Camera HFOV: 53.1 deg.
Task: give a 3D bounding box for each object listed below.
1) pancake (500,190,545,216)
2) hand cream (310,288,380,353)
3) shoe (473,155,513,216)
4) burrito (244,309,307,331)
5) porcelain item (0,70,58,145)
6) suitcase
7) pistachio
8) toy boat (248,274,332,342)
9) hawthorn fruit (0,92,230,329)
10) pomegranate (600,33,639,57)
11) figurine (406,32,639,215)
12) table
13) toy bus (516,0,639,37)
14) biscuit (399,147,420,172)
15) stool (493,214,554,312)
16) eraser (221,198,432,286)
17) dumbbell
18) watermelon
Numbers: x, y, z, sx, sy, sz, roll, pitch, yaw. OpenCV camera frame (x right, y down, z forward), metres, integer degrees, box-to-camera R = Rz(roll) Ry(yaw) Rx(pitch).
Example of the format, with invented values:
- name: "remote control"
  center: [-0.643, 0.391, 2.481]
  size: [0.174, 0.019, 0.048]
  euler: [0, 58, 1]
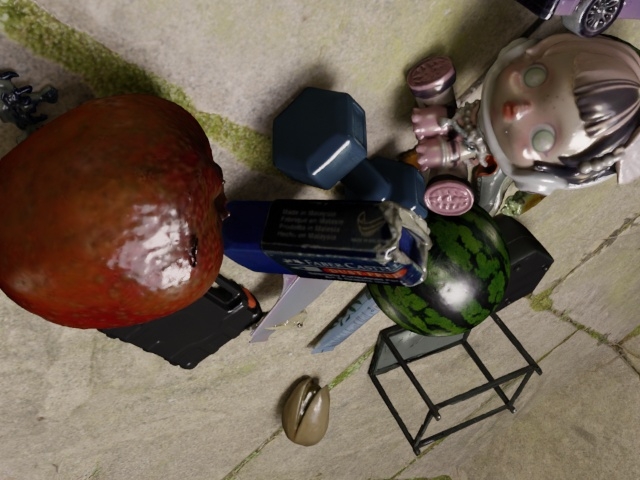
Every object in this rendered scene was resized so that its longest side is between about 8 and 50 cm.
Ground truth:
- name: "pancake"
  center: [0.521, -0.183, 1.339]
  size: [0.376, 0.054, 0.197]
  euler: [-48, 156, 1]
- name: "hand cream"
  center: [0.082, 0.179, 1.493]
  size: [0.271, 0.058, 0.091]
  euler: [-48, 154, 26]
- name: "shoe"
  center: [0.347, -0.119, 1.335]
  size: [0.077, 0.074, 0.194]
  euler: [11, 130, -20]
- name: "burrito"
  center: [-0.110, 0.170, 1.349]
  size: [0.186, 0.041, 0.045]
  euler: [0, 175, -38]
- name: "porcelain item"
  center: [-0.354, -0.167, 0.778]
  size: [0.075, 0.021, 0.136]
  euler: [-28, 145, -14]
- name: "suitcase"
  center: [-0.251, 0.129, 1.167]
  size: [0.206, 0.066, 0.285]
  euler: [-36, 145, 5]
- name: "pistachio"
  center: [-0.035, 0.449, 1.671]
  size: [0.136, 0.136, 0.225]
  euler: [-9, 131, -29]
- name: "toy boat"
  center: [-0.009, 0.078, 1.250]
  size: [0.219, 0.072, 0.318]
  euler: [-5, 127, -46]
- name: "hawthorn fruit"
  center: [-0.290, -0.024, 0.807]
  size: [0.369, 0.284, 0.284]
  euler: [-15, 145, 8]
- name: "pomegranate"
  center: [0.468, -0.236, 1.156]
  size: [0.222, 0.204, 0.276]
  euler: [31, 110, -31]
- name: "figurine"
  center: [0.320, -0.197, 1.002]
  size: [0.362, 0.253, 0.211]
  euler: [-9, -167, 34]
- name: "table"
  center: [0.349, 0.353, 1.709]
  size: [0.335, 0.272, 0.222]
  euler: [-16, 142, -22]
- name: "toy bus"
  center: [0.452, -0.444, 0.904]
  size: [0.440, 0.209, 0.249]
  euler: [-8, 136, -28]
- name: "biscuit"
  center: [0.176, -0.140, 1.215]
  size: [0.082, 0.016, 0.092]
  euler: [-17, 143, -28]
- name: "stool"
  center: [0.430, 0.061, 1.537]
  size: [0.232, 0.141, 0.232]
  euler: [-21, 143, -17]
- name: "eraser"
  center: [0.000, 0.000, 1.011]
  size: [0.332, 0.101, 0.155]
  euler: [2, 161, 29]
- name: "dumbbell"
  center: [0.056, -0.114, 1.047]
  size: [0.316, 0.157, 0.143]
  euler: [34, 79, -53]
- name: "watermelon"
  center: [0.228, 0.047, 1.254]
  size: [0.285, 0.285, 0.285]
  euler: [-20, 143, -17]
